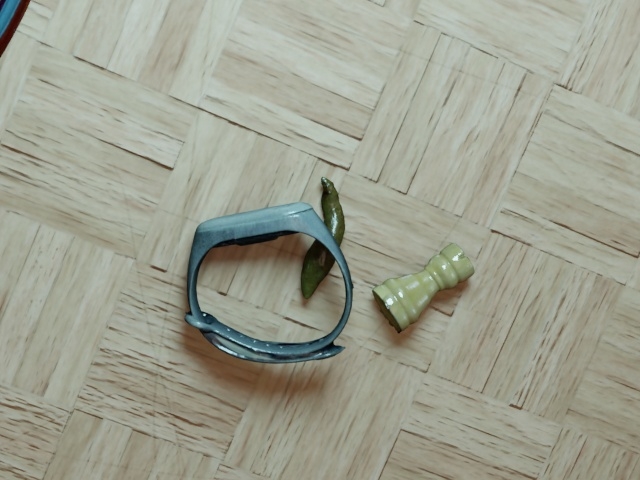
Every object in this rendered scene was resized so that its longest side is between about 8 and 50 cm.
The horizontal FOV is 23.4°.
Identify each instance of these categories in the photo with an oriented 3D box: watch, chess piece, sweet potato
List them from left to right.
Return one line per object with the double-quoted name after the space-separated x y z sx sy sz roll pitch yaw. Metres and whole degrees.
-0.065 0.059 1.857 0.206 0.068 0.193 -11 95 6 "watch"
0.006 0.000 1.893 0.041 0.038 0.153 7 98 -35 "sweet potato"
0.130 0.056 1.917 0.122 0.066 0.066 -33 105 -9 "chess piece"

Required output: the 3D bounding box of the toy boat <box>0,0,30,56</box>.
-0.376 -0.333 1.744 0.136 0.079 0.392 24 99 -15 "toy boat"
